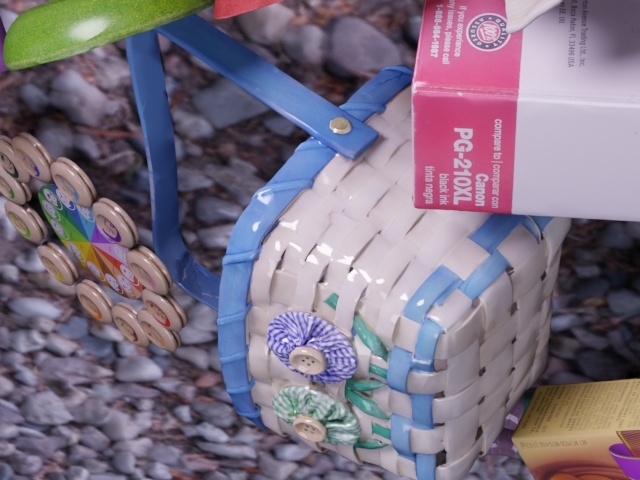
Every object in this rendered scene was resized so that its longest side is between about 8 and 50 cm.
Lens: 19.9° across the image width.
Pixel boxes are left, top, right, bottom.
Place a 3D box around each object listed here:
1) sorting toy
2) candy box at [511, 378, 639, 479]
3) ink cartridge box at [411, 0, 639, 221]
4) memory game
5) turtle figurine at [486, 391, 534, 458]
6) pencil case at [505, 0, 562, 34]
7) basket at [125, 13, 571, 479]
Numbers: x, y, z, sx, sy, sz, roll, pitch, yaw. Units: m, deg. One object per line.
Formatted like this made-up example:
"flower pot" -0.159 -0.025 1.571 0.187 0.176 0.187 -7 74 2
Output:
"sorting toy" -0.113 -0.172 0.991 0.365 0.127 0.126 -9 105 37
"candy box" 0.224 0.137 1.108 0.186 0.053 0.109 -7 125 39
"ink cartridge box" 0.173 -0.102 0.972 0.237 0.172 0.100 4 140 6
"memory game" -0.157 0.004 1.212 0.186 0.012 0.186 37 154 21
"turtle figurine" 0.230 0.136 1.298 0.234 0.118 0.175 9 141 10
"pencil case" -0.007 -0.278 0.792 0.410 0.183 0.160 36 134 -27
"basket" 0.000 0.000 1.129 0.289 0.201 0.255 34 150 28
